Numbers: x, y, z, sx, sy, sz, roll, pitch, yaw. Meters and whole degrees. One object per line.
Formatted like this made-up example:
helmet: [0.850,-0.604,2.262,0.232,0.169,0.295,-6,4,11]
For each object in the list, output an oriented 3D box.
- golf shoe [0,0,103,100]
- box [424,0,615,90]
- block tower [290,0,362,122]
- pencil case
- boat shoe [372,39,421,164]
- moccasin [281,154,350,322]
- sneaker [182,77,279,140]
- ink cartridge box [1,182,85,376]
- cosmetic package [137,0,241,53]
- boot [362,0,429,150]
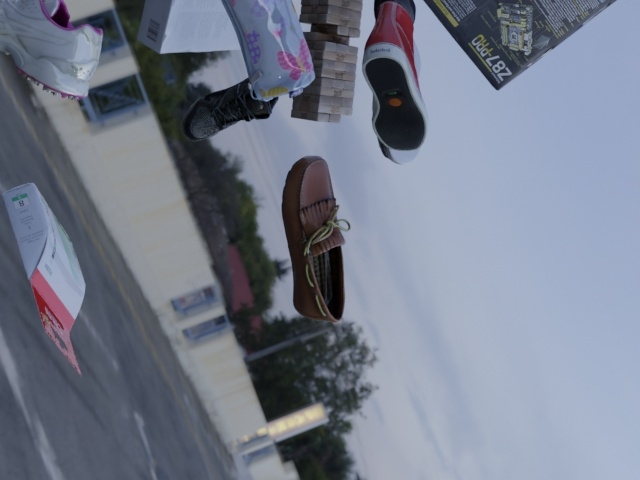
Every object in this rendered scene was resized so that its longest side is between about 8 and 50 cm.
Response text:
golf shoe: [-0.486,-0.354,1.463,0.306,0.140,0.115,32,13,4]
box: [0.312,-0.495,1.524,0.395,0.318,0.097,42,17,-29]
block tower: [0.016,-0.402,1.754,0.097,0.091,0.335,17,-76,49]
pencil case: [-0.104,-0.381,1.553,0.113,0.124,0.273,-134,-157,-67]
boat shoe: [0.162,-0.323,2.011,0.102,0.108,0.301,-148,-134,-62]
moccasin: [-0.002,0.000,1.990,0.147,0.139,0.379,13,-72,45]
sneaker: [-0.186,-0.282,1.916,0.130,0.228,0.087,26,-38,64]
ink cartridge box: [-0.367,0.056,1.256,0.181,0.056,0.224,85,-21,-62]
cosmetic package: [-0.260,-0.634,2.114,0.097,0.284,0.377,36,-59,29]
boot: [0.123,-0.266,1.385,0.244,0.089,0.176,69,25,-55]
